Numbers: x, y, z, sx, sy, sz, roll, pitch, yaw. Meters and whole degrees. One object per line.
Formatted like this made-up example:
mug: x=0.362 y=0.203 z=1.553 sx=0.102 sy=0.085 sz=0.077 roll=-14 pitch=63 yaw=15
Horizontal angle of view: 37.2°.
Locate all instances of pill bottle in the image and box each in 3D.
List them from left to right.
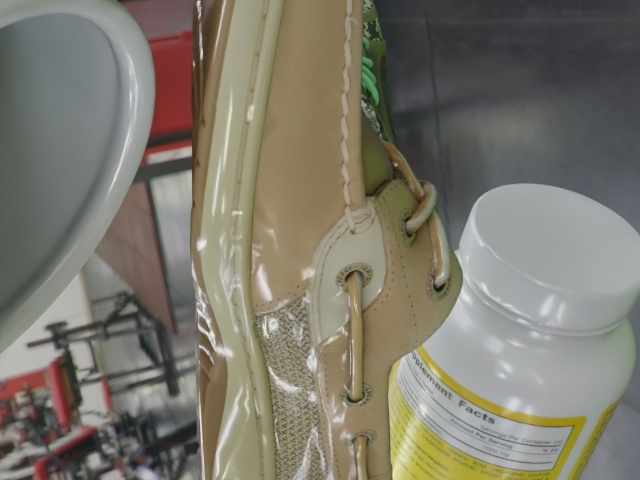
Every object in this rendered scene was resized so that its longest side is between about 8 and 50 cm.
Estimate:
pill bottle: x=0.155 y=0.126 z=0.825 sx=0.188 sy=0.187 sz=0.334 roll=55 pitch=143 yaw=42

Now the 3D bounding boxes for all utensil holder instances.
utensil holder: x=-0.371 y=-0.117 z=0.689 sx=0.385 sy=0.327 sz=0.328 roll=33 pitch=143 yaw=14

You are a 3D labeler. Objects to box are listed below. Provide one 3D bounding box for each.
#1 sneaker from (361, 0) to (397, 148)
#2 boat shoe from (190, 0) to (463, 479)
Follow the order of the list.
sneaker: x=0.024 y=-0.140 z=0.957 sx=0.182 sy=0.158 sz=0.411 roll=140 pitch=123 yaw=-72
boat shoe: x=0.000 y=0.000 z=0.409 sx=0.122 sy=0.110 sz=0.341 roll=-100 pitch=12 yaw=-52
